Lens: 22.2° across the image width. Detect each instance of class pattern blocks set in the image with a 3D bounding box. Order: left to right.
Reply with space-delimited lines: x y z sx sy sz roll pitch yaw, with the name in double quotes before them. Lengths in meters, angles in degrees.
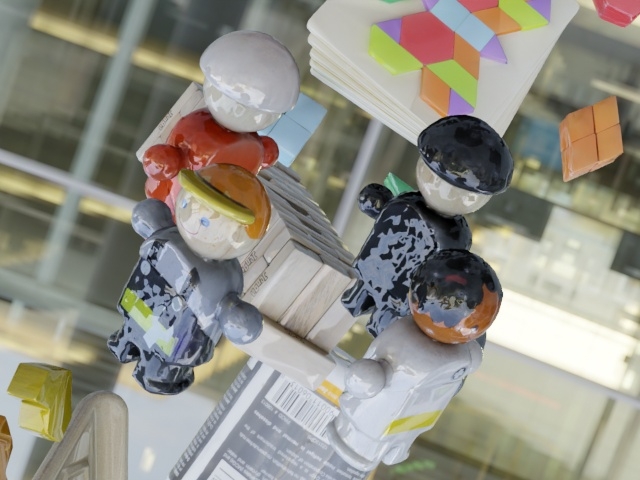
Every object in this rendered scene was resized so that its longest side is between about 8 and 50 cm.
"pattern blocks set" 0.089 -0.146 1.114 0.285 0.325 0.026 27 150 -7

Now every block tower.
"block tower" -0.058 -0.015 1.361 0.091 0.097 0.335 31 -164 -32

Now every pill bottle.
"pill bottle" -0.052 0.229 1.587 0.162 0.278 0.162 35 -178 -1

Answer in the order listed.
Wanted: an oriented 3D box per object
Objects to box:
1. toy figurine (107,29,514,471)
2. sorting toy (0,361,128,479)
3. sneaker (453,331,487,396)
"toy figurine" 0.000 0.000 0.897 0.213 0.148 0.209 24 -151 -9
"sorting toy" -0.178 0.192 0.973 0.041 0.307 0.229 13 -147 13
"sneaker" 0.109 0.101 1.290 0.031 0.083 0.035 31 177 -9
